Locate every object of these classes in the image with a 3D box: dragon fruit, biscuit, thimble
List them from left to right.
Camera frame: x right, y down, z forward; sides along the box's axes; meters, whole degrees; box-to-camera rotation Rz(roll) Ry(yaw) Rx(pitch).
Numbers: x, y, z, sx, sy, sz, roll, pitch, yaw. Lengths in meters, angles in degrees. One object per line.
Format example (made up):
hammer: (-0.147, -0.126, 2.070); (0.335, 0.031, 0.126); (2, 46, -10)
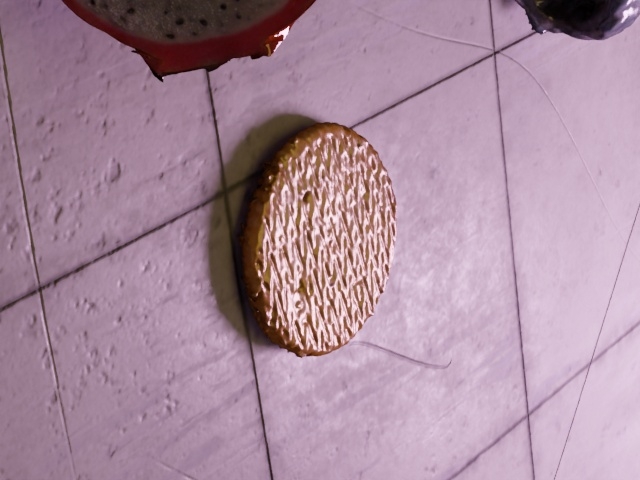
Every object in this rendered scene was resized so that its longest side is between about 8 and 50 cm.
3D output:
dragon fruit: (-0.101, -0.310, 1.387); (0.226, 0.305, 0.305); (-72, 152, -60)
biscuit: (0.000, 0.000, 1.749); (0.254, 0.035, 0.254); (-12, 106, -49)
thimble: (0.320, -0.361, 1.954); (0.172, 0.205, 0.236); (-52, 159, -25)
